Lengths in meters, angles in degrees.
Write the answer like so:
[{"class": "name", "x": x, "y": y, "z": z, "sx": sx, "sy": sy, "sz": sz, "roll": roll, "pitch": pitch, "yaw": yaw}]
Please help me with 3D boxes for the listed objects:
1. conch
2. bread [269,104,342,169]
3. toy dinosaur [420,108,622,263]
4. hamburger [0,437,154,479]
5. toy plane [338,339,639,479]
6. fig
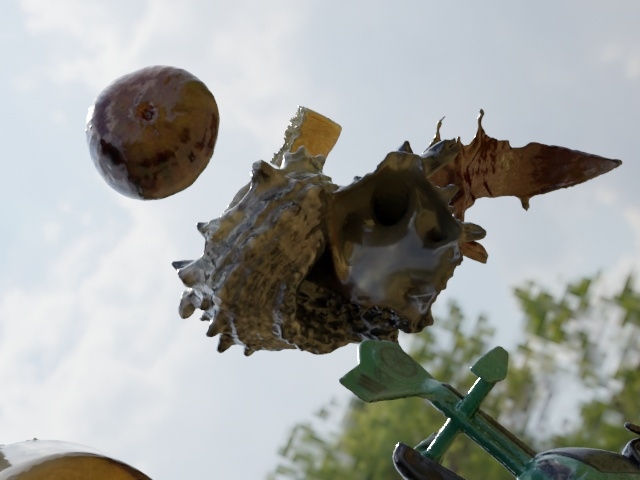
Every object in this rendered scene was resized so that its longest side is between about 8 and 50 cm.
[{"class": "conch", "x": -0.002, "y": 0.000, "z": 1.801, "sx": 0.240, "sy": 0.313, "sz": 0.186, "roll": 69, "pitch": -171, "yaw": -45}, {"class": "bread", "x": -0.016, "y": -0.115, "z": 2.258, "sx": 0.070, "sy": 0.035, "sz": 0.083, "roll": 19, "pitch": -83, "yaw": -42}, {"class": "toy dinosaur", "x": 0.168, "y": -0.050, "z": 2.199, "sx": 0.327, "sy": 0.113, "sz": 0.206, "roll": 9, "pitch": -69, "yaw": -37}, {"class": "hamburger", "x": -0.245, "y": 0.316, "z": 1.678, "sx": 0.170, "sy": 0.302, "sz": 0.302, "roll": -17, "pitch": 36, "yaw": 55}, {"class": "toy plane", "x": 0.181, "y": 0.184, "z": 1.313, "sx": 0.106, "sy": 0.382, "sz": 0.155, "roll": -56, "pitch": -12, "yaw": 26}, {"class": "fig", "x": -0.198, "y": -0.106, "z": 2.200, "sx": 0.149, "sy": 0.148, "sz": 0.202, "roll": -32, "pitch": -38, "yaw": -43}]
